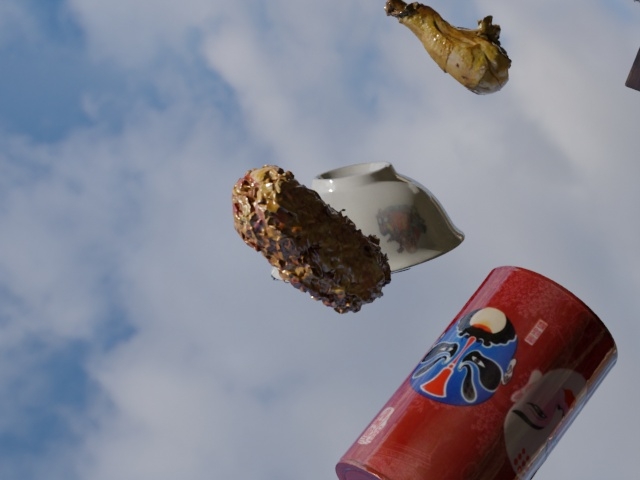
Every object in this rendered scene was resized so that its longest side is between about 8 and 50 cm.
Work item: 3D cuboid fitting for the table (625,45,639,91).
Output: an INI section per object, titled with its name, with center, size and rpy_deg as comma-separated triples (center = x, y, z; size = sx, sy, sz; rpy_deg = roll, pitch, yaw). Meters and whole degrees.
[table]
center = 0.599, -0.326, 1.872
size = 0.172, 0.193, 0.169
rpy_deg = 24, -124, 12

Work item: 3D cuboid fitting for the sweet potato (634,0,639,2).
[sweet potato]
center = 0.468, -0.331, 1.551
size = 0.314, 0.066, 0.072
rpy_deg = -4, -142, -34

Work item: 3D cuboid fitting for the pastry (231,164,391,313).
[pastry]
center = -0.001, 0.002, 1.028
size = 0.169, 0.063, 0.087
rpy_deg = 35, -105, -23

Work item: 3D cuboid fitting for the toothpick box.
[toothpick box]
center = 0.197, 0.217, 1.510
size = 0.204, 0.204, 0.333
rpy_deg = 44, -111, -8

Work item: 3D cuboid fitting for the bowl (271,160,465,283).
[bowl]
center = 0.069, -0.046, 2.095
size = 0.345, 0.345, 0.157
rpy_deg = -30, -68, -57

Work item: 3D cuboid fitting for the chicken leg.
[chicken leg]
center = 0.183, -0.289, 1.699
size = 0.207, 0.101, 0.085
rpy_deg = 35, 177, 0
